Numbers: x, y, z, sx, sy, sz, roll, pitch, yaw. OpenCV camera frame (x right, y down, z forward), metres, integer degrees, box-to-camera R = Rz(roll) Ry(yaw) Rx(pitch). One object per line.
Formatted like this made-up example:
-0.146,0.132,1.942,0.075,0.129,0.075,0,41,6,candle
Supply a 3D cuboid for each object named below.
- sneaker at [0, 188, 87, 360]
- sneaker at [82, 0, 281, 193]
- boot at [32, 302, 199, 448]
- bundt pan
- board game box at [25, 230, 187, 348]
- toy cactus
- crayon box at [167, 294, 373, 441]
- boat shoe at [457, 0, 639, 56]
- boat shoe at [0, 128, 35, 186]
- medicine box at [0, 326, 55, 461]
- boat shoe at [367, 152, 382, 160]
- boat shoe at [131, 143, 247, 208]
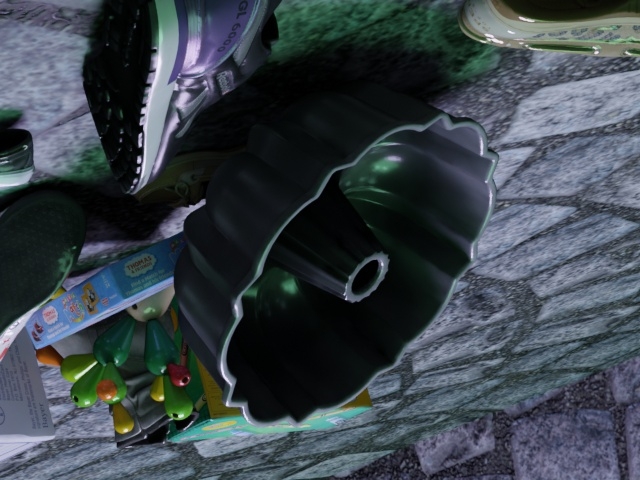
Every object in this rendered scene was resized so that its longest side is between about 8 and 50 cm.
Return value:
-0.307,0.041,1.518,0.090,0.145,0.270,27,108,-18,sneaker
-0.091,-0.121,1.175,0.124,0.107,0.283,-17,164,-21,sneaker
-0.233,0.156,1.787,0.083,0.161,0.246,-3,167,-40,boot
0.000,0.000,1.431,0.331,0.124,0.331,-34,146,-27,bundt pan
-0.170,0.035,1.521,0.160,0.039,0.211,-27,179,-35,board game box
-0.208,0.087,1.664,0.180,0.219,0.112,-56,160,-10,toy cactus
-0.074,0.139,1.903,0.081,0.165,0.278,-30,159,37,crayon box
0.248,-0.196,1.284,0.285,0.105,0.089,1,163,-19,boat shoe
-0.292,-0.065,1.265,0.142,0.049,0.040,-6,127,-27,boat shoe
-0.475,0.180,1.677,0.263,0.149,0.289,-26,161,27,medicine box
0.010,-0.074,1.531,0.100,0.035,0.035,-16,163,-6,boat shoe
-0.096,-0.052,1.474,0.153,0.048,0.056,-11,163,-19,boat shoe
